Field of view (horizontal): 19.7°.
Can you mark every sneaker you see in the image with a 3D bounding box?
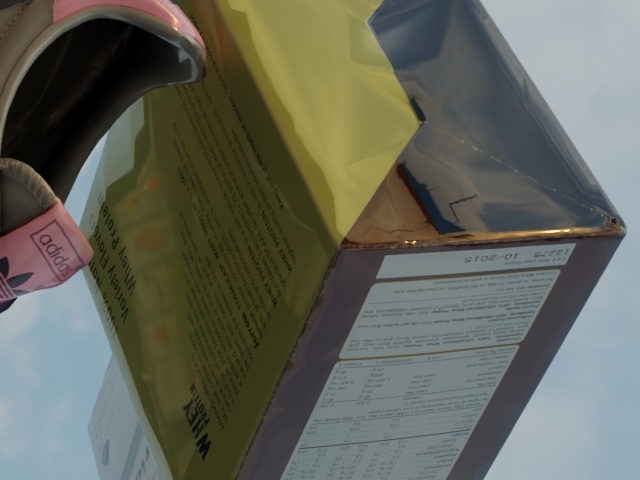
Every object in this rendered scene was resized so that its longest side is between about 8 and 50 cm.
[{"bbox_3d":[-0.165,0.006,0.697,0.131,0.112,0.319,24,-108,21],"label":"sneaker"}]

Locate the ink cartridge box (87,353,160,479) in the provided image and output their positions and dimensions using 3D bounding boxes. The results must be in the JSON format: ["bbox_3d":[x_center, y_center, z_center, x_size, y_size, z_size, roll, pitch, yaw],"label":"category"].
[{"bbox_3d":[-0.048,0.092,1.112,0.273,0.115,0.198,-126,-126,-68],"label":"ink cartridge box"}]

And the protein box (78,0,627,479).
[{"bbox_3d":[0.000,0.000,0.819,0.200,0.136,0.201,64,-36,38],"label":"protein box"}]
